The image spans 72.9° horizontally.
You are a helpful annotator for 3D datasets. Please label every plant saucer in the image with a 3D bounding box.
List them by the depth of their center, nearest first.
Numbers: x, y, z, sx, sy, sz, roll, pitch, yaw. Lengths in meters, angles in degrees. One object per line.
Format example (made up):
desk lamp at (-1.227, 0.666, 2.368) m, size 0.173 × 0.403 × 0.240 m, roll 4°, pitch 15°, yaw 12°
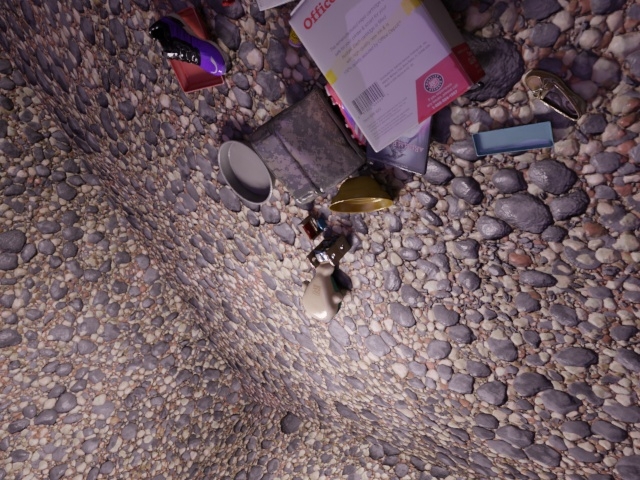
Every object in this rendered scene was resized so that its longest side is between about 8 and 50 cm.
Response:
plant saucer at (0.487, -0.259, 1.103) m, size 0.191 × 0.018 × 0.067 m, roll 2°, pitch 125°, yaw 43°
plant saucer at (-0.466, -0.686, 1.574) m, size 0.258 × 0.047 × 0.259 m, roll 6°, pitch 127°, yaw 40°

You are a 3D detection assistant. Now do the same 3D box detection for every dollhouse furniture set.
dollhouse furniture set at (0.000, 0.000, 1.707) m, size 0.129 × 0.129 × 0.184 m, roll -14°, pitch 114°, yaw 48°

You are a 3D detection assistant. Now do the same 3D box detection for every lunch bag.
lunch bag at (-0.024, -0.301, 1.386) m, size 0.255 × 0.213 × 0.305 m, roll -26°, pitch 108°, yaw 34°

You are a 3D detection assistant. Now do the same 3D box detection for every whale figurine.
whale figurine at (0.021, 0.212, 1.911) m, size 0.216 × 0.141 × 0.273 m, roll 15°, pitch 109°, yaw 33°

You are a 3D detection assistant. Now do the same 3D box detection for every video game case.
video game case at (0.218, -0.327, 1.214) m, size 0.195 × 0.026 × 0.275 m, roll 23°, pitch 139°, yaw 27°

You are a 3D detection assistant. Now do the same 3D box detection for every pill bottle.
pill bottle at (-0.064, -0.614, 1.267) m, size 0.043 × 0.043 × 0.083 m, roll 38°, pitch 142°, yaw 9°

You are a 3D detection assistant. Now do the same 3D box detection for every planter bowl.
planter bowl at (0.130, -0.157, 1.435) m, size 0.217 × 0.217 × 0.091 m, roll -13°, pitch 78°, yaw 48°

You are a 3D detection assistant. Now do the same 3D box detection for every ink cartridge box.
ink cartridge box at (0.153, -0.454, 1.011) m, size 0.279 × 0.160 × 0.385 m, roll -29°, pitch 99°, yaw 42°

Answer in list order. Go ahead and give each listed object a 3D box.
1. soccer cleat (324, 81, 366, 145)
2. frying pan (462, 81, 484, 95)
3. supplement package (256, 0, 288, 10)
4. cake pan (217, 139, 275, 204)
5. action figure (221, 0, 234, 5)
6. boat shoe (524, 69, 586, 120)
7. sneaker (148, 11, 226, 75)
soccer cleat at (0.105, -0.382, 1.274) m, size 0.095 × 0.083 × 0.248 m, roll -27°, pitch 131°, yaw 16°
frying pan at (0.254, -0.403, 1.160) m, size 0.197 × 0.053 × 0.326 m, roll 50°, pitch 141°, yaw -8°
supplement package at (-0.074, -0.720, 1.090) m, size 0.203 × 0.149 × 0.194 m, roll 5°, pitch 127°, yaw 39°
cake pan at (-0.298, -0.286, 1.782) m, size 0.293 × 0.054 × 0.294 m, roll 25°, pitch 138°, yaw 25°
action figure at (-0.254, -0.743, 1.256) m, size 0.280 × 0.139 × 0.092 m, roll 8°, pitch 128°, yaw 42°
boat shoe at (0.526, -0.327, 0.977) m, size 0.153 × 0.048 × 0.056 m, roll 42°, pitch 143°, yaw 5°
sneaker at (-0.454, -0.635, 1.450) m, size 0.293 × 0.146 × 0.102 m, roll 39°, pitch 142°, yaw 9°
